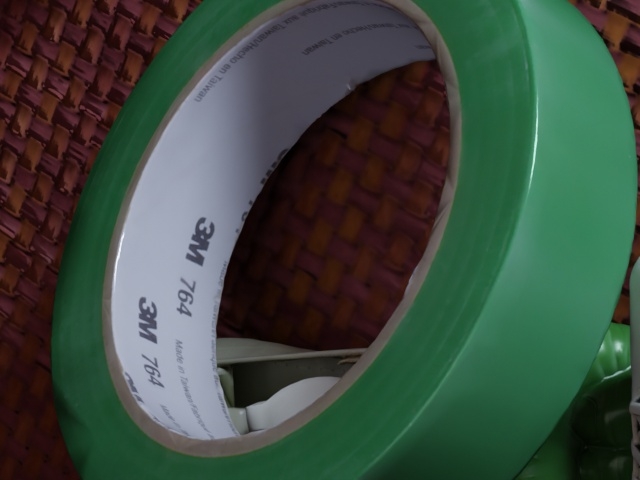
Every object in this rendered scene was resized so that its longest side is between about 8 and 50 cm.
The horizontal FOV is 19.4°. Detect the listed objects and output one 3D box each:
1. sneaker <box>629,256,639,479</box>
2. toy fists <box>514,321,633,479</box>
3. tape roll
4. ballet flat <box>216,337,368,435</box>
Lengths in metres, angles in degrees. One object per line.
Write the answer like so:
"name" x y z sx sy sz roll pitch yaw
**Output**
"sneaker" 0.162 0.117 0.797 0.085 0.086 0.237 10 113 62
"toy fists" 0.105 0.171 0.901 0.142 0.096 0.279 14 102 -2
"tape roll" 0.000 0.000 0.896 0.321 0.077 0.321 -25 53 37
"ballet flat" -0.033 0.092 1.006 0.248 0.086 0.086 -10 88 32
